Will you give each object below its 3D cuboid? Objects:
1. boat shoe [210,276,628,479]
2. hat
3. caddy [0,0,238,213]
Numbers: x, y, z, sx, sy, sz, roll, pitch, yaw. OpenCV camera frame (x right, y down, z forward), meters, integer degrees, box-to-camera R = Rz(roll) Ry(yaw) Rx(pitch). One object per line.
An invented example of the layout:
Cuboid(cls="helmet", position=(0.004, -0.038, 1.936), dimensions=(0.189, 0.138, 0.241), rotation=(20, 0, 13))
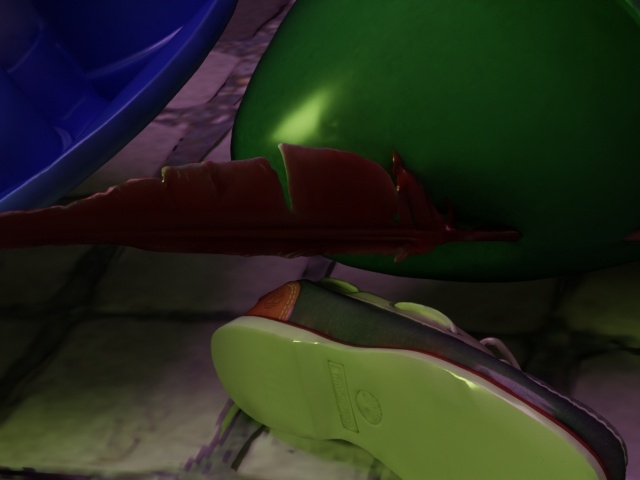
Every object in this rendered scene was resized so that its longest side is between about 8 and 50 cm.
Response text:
Cuboid(cls="boat shoe", position=(0.029, 0.040, 0.414), dimensions=(0.043, 0.049, 0.137), rotation=(-27, 28, -37))
Cuboid(cls="hat", position=(0.000, 0.000, 0.439), dimensions=(0.183, 0.208, 0.173), rotation=(-46, 23, -6))
Cuboid(cls="caddy", position=(-0.186, -0.064, 0.520), dimensions=(0.341, 0.179, 0.241), rotation=(-3, 39, 40))
